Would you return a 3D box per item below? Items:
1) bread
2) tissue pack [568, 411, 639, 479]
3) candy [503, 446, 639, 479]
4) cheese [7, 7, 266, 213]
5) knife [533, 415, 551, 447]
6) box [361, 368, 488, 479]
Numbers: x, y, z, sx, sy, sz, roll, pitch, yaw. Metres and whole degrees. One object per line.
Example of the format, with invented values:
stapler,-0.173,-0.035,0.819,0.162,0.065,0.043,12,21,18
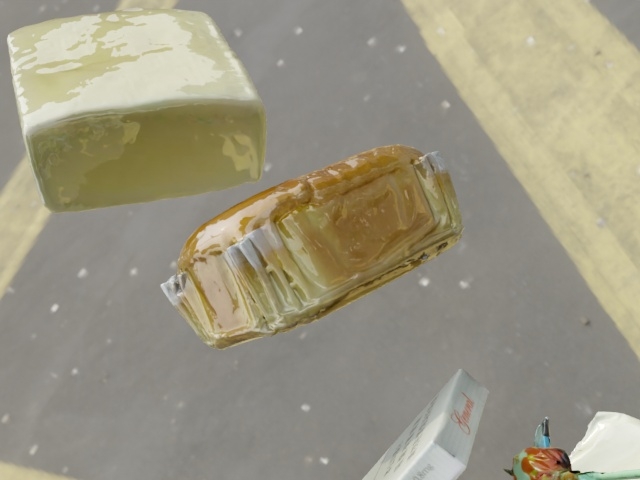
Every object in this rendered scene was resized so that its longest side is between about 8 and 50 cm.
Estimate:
bread,0.000,0.000,0.854,0.241,0.107,0.136,-24,-1,-41
tissue pack,0.473,0.385,1.195,0.380,0.297,0.207,28,84,50
candy,0.187,0.161,0.710,0.049,0.055,0.184,-46,4,-24
cheese,-0.205,-0.152,1.143,0.242,0.124,0.265,-13,35,-13
knife,0.304,0.348,1.440,0.044,0.026,0.296,-60,5,31
box,0.033,0.212,0.782,0.245,0.035,0.139,-52,-3,22
